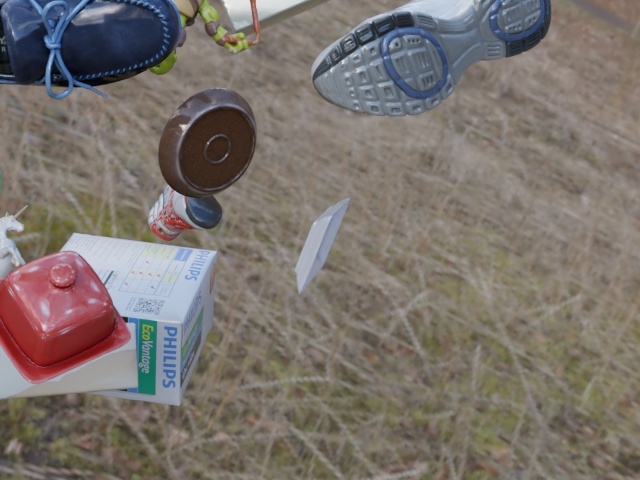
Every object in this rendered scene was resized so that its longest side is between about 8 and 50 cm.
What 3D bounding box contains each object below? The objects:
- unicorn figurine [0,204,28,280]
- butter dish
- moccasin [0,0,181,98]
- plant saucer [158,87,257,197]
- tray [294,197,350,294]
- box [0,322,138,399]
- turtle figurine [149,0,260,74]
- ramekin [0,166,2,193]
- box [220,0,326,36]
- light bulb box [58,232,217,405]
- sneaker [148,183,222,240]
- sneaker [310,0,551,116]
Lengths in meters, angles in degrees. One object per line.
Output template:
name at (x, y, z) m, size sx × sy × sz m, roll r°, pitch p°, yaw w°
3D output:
unicorn figurine at (-0.479, 0.032, 1.551) m, size 0.111 × 0.162 × 0.060 m, roll 32°, pitch 6°, yaw 35°
butter dish at (-0.335, 0.074, 1.289) m, size 0.160 × 0.118 × 0.160 m, roll -24°, pitch 65°, yaw -37°
moccasin at (-0.333, -0.219, 1.170) m, size 0.342 × 0.137 × 0.117 m, roll -7°, pitch 17°, yaw 12°
plant saucer at (-0.154, -0.135, 1.457) m, size 0.168 × 0.168 × 0.029 m, roll 6°, pitch 20°, yaw -45°
tray at (0.000, 0.000, 1.800) m, size 0.030 × 0.145 × 0.270 m, roll 22°, pitch 12°, yaw 5°
box at (-0.496, 0.214, 1.797) m, size 0.311 × 0.121 × 0.148 m, roll -1°, pitch -6°, yaw -30°
turtle figurine at (-0.209, -0.341, 1.409) m, size 0.269 × 0.087 × 0.217 m, roll 54°, pitch 44°, yaw -24°
ramekin at (-0.757, -0.113, 1.918) m, size 0.303 × 0.303 × 0.148 m, roll 33°, pitch -7°, yaw 24°
box at (-0.058, -0.494, 1.982) m, size 0.113 × 0.275 × 0.094 m, roll -150°, pitch -143°, yaw -86°
light bulb box at (-0.452, 0.171, 2.329) m, size 0.361 × 0.225 × 0.358 m, roll 8°, pitch 27°, yaw 4°
sneaker at (-0.290, -0.047, 2.137) m, size 0.090 × 0.145 × 0.270 m, roll 26°, pitch 17°, yaw -28°
sneaker at (0.112, -0.214, 1.108) m, size 0.297 × 0.111 × 0.129 m, roll -24°, pitch 22°, yaw -25°
